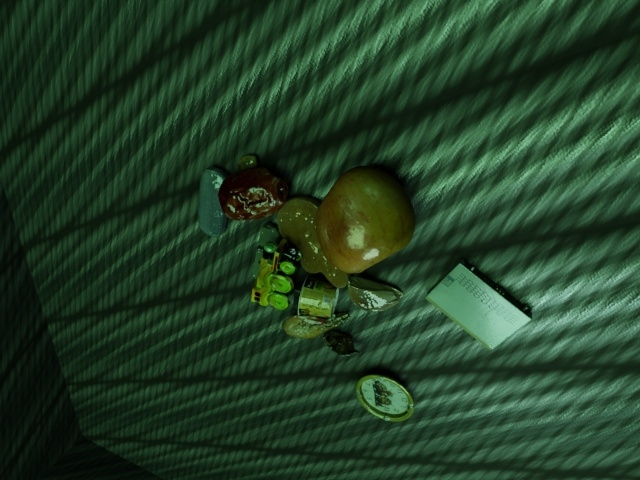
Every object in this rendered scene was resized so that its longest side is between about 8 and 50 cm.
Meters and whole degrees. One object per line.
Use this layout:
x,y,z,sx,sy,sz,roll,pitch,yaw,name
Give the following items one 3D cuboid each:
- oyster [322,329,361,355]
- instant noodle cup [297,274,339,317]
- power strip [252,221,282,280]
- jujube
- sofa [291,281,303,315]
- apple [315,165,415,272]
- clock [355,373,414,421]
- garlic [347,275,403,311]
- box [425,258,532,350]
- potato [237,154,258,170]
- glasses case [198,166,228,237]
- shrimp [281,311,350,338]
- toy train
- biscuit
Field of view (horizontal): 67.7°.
0.072,0.380,1.775,0.177,0.105,0.056,27,116,57,oyster
-0.006,0.207,1.696,0.122,0.151,0.152,15,122,12,instant noodle cup
-0.195,0.051,1.765,0.078,0.052,0.272,25,126,14,power strip
-0.229,-0.155,1.598,0.250,0.174,0.174,-5,114,33,jujube
-0.076,0.219,1.787,0.039,0.060,0.118,17,122,10,sofa
0.122,-0.061,1.390,0.299,0.299,0.275,-35,87,37,apple
0.248,0.588,1.819,0.236,0.057,0.237,14,124,21,clock
0.172,0.190,1.610,0.195,0.087,0.101,17,131,-3,garlic
0.488,0.198,1.483,0.270,0.045,0.211,38,127,6,box
-0.249,-0.264,1.628,0.083,0.040,0.051,-14,114,35,potato
-0.394,-0.137,1.759,0.109,0.067,0.283,22,122,13,glasses case
-0.024,0.302,1.781,0.287,0.063,0.152,-24,131,31,shrimp
-0.159,0.121,1.692,0.160,0.100,0.296,19,129,6,toy train
0.001,-0.001,1.631,0.355,0.052,0.275,43,129,4,biscuit
